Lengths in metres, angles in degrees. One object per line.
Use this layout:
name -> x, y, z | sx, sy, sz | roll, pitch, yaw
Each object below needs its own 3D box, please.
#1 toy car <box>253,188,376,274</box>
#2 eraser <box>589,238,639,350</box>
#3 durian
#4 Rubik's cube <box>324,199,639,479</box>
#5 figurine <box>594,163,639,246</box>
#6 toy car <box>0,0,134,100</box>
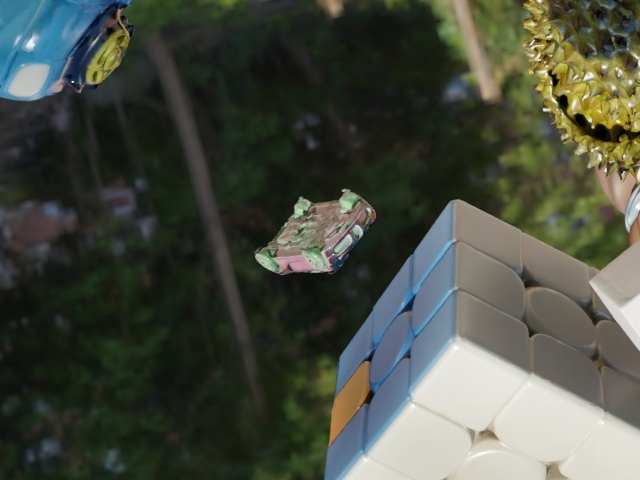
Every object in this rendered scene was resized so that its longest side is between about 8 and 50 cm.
toy car -> 0.000, 0.000, 1.517 | 0.069, 0.055, 0.142 | -52, -160, -21
eraser -> 0.345, -0.026, 1.325 | 0.298, 0.076, 0.078 | -39, -160, 1
durian -> 0.317, -0.210, 1.810 | 0.258, 0.293, 0.258 | -5, -154, 2
Rubik's cube -> 0.198, 0.184, 2.063 | 0.291, 0.291, 0.290 | -56, -165, 31
figurine -> 0.477, -0.137, 2.070 | 0.388, 0.248, 0.277 | -53, 155, 9
toy car -> -0.214, -0.252, 1.367 | 0.314, 0.198, 0.166 | -56, 168, 10
